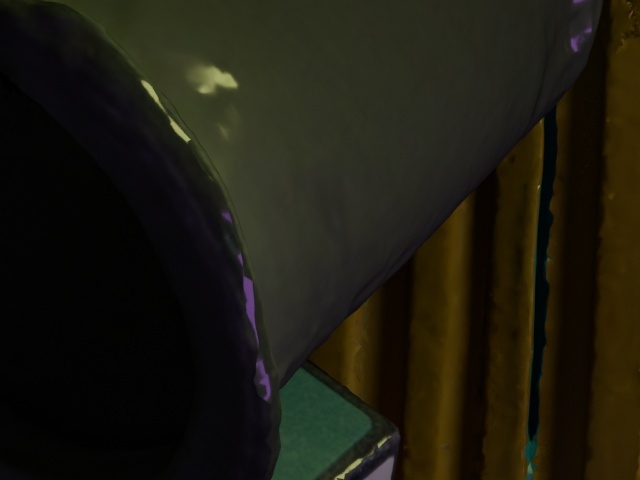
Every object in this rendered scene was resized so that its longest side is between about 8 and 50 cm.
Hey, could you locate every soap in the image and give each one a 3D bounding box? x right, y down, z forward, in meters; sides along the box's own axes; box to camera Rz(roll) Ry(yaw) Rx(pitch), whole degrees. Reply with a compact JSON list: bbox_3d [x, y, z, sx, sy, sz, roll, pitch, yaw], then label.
[{"bbox_3d":[0.095,0.001,0.857,0.096,0.204,0.324,3,92,-52],"label":"soap"}]

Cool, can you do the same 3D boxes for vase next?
[{"bbox_3d":[-0.031,-0.052,0.693,0.291,0.245,0.245,-39,151,-42],"label":"vase"}]

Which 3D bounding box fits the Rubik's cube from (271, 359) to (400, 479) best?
[{"bbox_3d":[-0.111,0.144,0.805,0.205,0.205,0.207,-38,151,-32],"label":"Rubik's cube"}]
